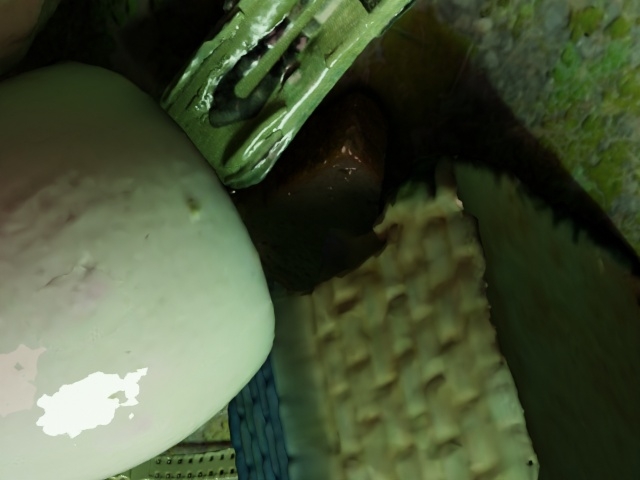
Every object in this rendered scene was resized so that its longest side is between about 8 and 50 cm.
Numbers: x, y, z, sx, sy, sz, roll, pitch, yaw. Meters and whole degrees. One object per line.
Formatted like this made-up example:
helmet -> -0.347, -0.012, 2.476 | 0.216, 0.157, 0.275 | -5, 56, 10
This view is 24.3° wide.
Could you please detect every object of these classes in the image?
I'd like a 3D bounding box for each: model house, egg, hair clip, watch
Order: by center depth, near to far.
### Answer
egg -> -0.268, 0.063, 1.264 | 0.354, 0.340, 0.355 | 38, 148, 29
hair clip -> -0.022, -0.189, 1.351 | 0.138, 0.091, 0.321 | 44, 124, -1
model house -> 0.108, 0.188, 1.449 | 0.400, 0.395, 0.445 | -27, 157, 27
watch -> -0.162, 0.232, 1.833 | 0.268, 0.102, 0.165 | -5, 134, 5

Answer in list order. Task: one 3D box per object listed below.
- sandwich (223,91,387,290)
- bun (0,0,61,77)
sandwich -> 0.001, -0.004, 1.534 | 0.288, 0.100, 0.254 | -27, 124, 32
bun -> -0.378, -0.259, 1.256 | 0.359, 0.211, 0.360 | 7, 138, 6
